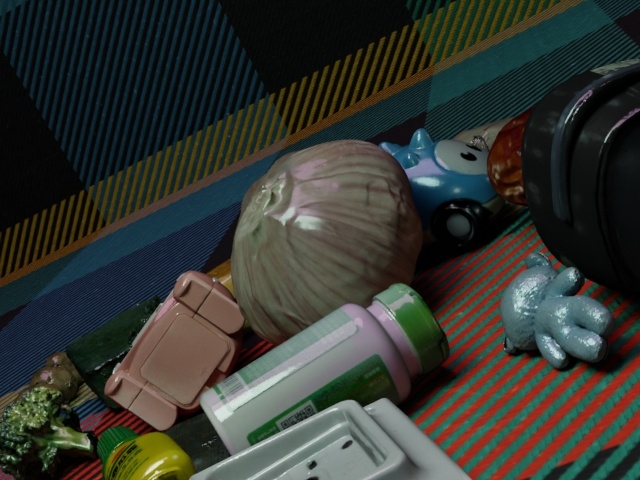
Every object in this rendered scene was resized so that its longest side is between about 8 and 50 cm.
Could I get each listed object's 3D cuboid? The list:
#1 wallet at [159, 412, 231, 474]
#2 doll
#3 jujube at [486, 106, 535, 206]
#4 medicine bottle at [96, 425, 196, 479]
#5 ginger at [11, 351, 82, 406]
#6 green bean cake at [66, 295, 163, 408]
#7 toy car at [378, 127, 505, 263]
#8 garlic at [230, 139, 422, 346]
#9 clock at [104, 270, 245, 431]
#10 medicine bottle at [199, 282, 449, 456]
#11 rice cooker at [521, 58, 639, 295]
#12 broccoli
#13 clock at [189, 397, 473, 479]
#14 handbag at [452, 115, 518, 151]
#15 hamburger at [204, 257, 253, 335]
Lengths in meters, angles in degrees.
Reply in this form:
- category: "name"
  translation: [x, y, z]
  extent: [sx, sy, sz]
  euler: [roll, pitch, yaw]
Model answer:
- category: "wallet"
  translation: [-0.177, 0.299, 1.196]
  extent: [0.169, 0.044, 0.317]
  euler: [-27, 15, 0]
- category: "doll"
  translation: [0.260, 0.083, 1.075]
  extent: [0.180, 0.075, 0.120]
  euler: [23, 92, 61]
- category: "jujube"
  translation: [0.340, -0.112, 1.400]
  extent: [0.174, 0.174, 0.250]
  euler: [-36, 12, -26]
- category: "medicine bottle"
  translation: [-0.204, 0.262, 1.137]
  extent: [0.111, 0.076, 0.309]
  euler: [-65, 17, -8]
- category: "ginger"
  translation: [-0.490, 0.267, 1.835]
  extent: [0.104, 0.080, 0.204]
  euler: [-29, 15, 22]
- category: "green bean cake"
  translation: [-0.317, 0.191, 1.721]
  extent: [0.193, 0.107, 0.208]
  euler: [-30, 15, -17]
- category: "toy car"
  translation: [0.163, -0.078, 1.582]
  extent: [0.255, 0.190, 0.188]
  euler: [-18, 17, 31]
- category: "garlic"
  translation: [0.000, 0.000, 1.407]
  extent: [0.317, 0.259, 0.317]
  euler: [-23, 56, 38]
- category: "clock"
  translation: [-0.209, 0.161, 1.534]
  extent: [0.227, 0.142, 0.241]
  euler: [-55, 9, -3]
- category: "medicine bottle"
  translation: [0.009, 0.160, 1.149]
  extent: [0.274, 0.133, 0.133]
  euler: [-32, 14, -10]
- category: "rice cooker"
  translation: [0.348, -0.074, 1.079]
  extent: [0.267, 0.267, 0.224]
  euler: [-29, 17, 0]
- category: "broccoli"
  translation: [-0.405, 0.296, 1.520]
  extent: [0.160, 0.167, 0.154]
  euler: [2, 57, 11]
- category: "clock"
  translation: [0.007, 0.239, 0.921]
  extent: [0.231, 0.116, 0.262]
  euler: [-30, 15, -8]
- category: "handbag"
  translation: [0.302, -0.142, 1.703]
  extent: [0.270, 0.117, 0.182]
  euler: [-11, 31, 48]
- category: "hamburger"
  translation: [-0.164, 0.106, 1.742]
  extent: [0.214, 0.108, 0.214]
  euler: [-29, 9, 5]
